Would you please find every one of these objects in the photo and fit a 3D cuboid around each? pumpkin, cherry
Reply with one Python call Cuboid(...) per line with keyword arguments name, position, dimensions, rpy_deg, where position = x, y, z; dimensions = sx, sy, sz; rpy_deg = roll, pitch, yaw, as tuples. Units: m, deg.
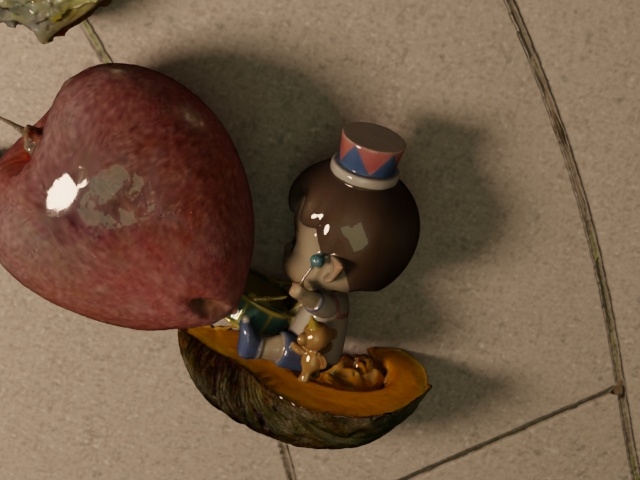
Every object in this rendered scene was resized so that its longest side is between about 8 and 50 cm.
Cuboid(name="pumpkin", position=(-0.026, 0.182, 1.618), dimensions=(0.278, 0.163, 0.111), rpy_deg=(8, 109, -3))
Cuboid(name="cherry", position=(-0.191, -0.038, 1.498), dimensions=(0.307, 0.221, 0.261), rpy_deg=(41, 115, -8))

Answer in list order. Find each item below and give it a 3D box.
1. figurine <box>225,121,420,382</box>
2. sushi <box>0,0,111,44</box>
Cuboid(name="figurine", position=(0.008, 0.005, 1.561), dimensions=(0.158, 0.161, 0.275), rpy_deg=(35, 102, 2))
Cuboid(name="sushi", position=(-0.293, -0.323, 1.436), dimensions=(0.184, 0.139, 0.274), rpy_deg=(-13, 107, 1))
